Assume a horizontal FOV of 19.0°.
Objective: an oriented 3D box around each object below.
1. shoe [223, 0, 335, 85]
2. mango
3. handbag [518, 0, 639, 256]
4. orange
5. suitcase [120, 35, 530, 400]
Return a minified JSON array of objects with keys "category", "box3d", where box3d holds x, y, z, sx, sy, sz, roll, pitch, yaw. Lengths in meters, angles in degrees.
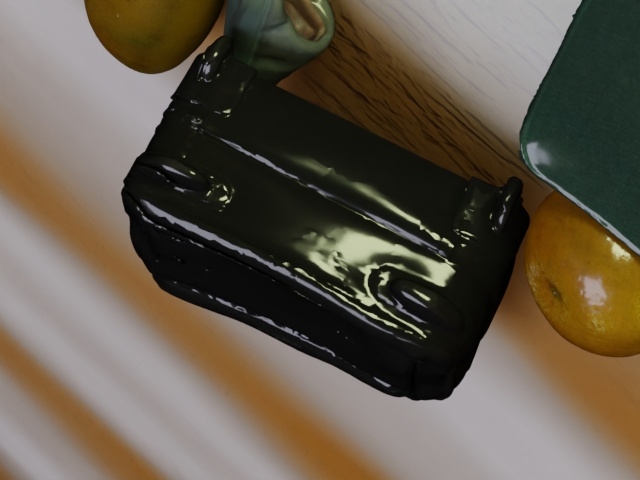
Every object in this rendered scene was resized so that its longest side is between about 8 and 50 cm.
[{"category":"shoe","box3d":[-0.036,-0.202,1.691,0.100,0.103,0.251,5,164,-1]},{"category":"mango","box3d":[-0.153,-0.240,1.773,0.138,0.113,0.253,63,157,6]},{"category":"handbag","box3d":[0.282,-0.093,1.344,0.238,0.089,0.326,43,153,12]},{"category":"orange","box3d":[0.240,0.018,1.550,0.155,0.134,0.155,52,153,41]},{"category":"suitcase","box3d":[0.000,0.000,1.743,0.345,0.188,0.339,25,166,6]}]
